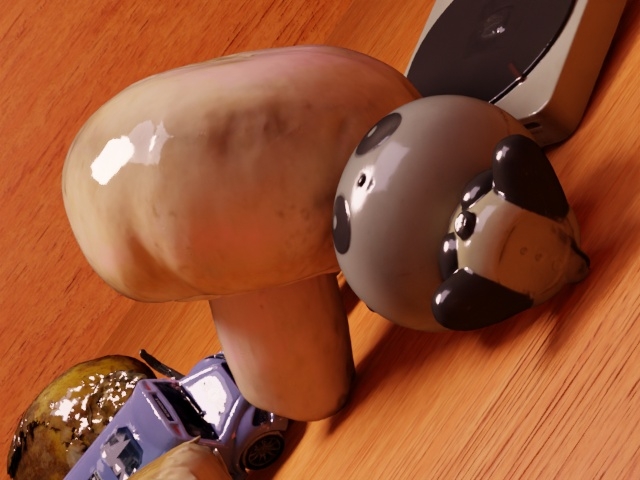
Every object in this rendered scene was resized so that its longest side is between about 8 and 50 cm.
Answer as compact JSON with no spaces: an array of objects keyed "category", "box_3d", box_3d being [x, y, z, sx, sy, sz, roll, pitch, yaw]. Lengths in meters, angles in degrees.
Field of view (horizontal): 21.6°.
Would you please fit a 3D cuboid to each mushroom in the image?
[{"category":"mushroom","box_3d":[-0.071,-0.041,1.592,0.353,0.325,0.353,-53,-20,-29]}]

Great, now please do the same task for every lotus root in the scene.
[{"category":"lotus root","box_3d":[-0.260,0.253,1.975,0.179,0.196,0.397,-40,-9,-29]}]

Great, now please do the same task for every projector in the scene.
[{"category":"projector","box_3d":[0.190,-0.185,1.688,0.257,0.079,0.259,-14,44,50]}]

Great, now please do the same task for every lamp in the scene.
[{"category":"lamp","box_3d":[0.109,-0.016,1.342,0.198,0.197,0.244,-53,21,-3]}]

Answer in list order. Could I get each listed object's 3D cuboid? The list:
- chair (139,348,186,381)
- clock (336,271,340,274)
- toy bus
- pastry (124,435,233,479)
[{"category":"chair","box_3d":[-0.074,0.150,1.857,0.213,0.149,0.174,27,73,37]},{"category":"clock","box_3d":[0.000,0.000,1.923,0.194,0.100,0.195,-40,-1,0]},{"category":"toy bus","box_3d":[-0.170,0.240,1.713,0.292,0.133,0.125,-51,49,11]},{"category":"pastry","box_3d":[-0.171,0.291,1.524,0.265,0.133,0.265,-35,-5,-3]}]
